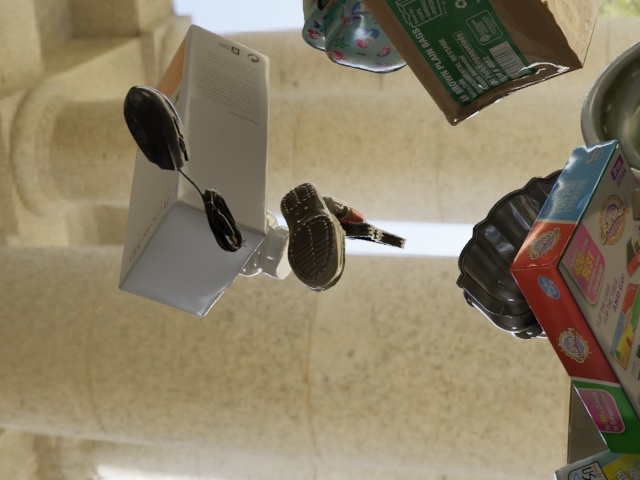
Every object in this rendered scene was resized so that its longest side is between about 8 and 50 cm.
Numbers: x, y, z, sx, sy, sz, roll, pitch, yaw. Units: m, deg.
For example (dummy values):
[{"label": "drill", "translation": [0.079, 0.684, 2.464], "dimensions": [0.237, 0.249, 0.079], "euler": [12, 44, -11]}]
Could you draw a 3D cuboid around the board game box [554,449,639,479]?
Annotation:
[{"label": "board game box", "translation": [0.500, 0.349, 1.381], "dimensions": [0.079, 0.336, 0.254], "euler": [73, 175, -50]}]

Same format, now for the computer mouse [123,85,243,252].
[{"label": "computer mouse", "translation": [-0.155, -0.086, 1.332], "dimensions": [0.242, 0.041, 0.071], "euler": [55, -152, -26]}]

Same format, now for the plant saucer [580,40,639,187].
[{"label": "plant saucer", "translation": [0.564, -0.171, 1.513], "dimensions": [0.400, 0.400, 0.100], "euler": [-72, -35, -44]}]

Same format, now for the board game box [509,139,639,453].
[{"label": "board game box", "translation": [0.369, 0.072, 1.387], "dimensions": [0.316, 0.064, 0.242], "euler": [58, -133, -25]}]

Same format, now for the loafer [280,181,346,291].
[{"label": "loafer", "translation": [0.000, 0.000, 1.882], "dimensions": [0.092, 0.102, 0.268], "euler": [48, -162, -33]}]

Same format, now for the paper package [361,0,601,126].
[{"label": "paper package", "translation": [0.148, -0.344, 1.173], "dimensions": [0.325, 0.168, 0.309], "euler": [50, -139, -23]}]

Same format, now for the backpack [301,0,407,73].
[{"label": "backpack", "translation": [0.086, -0.397, 1.896], "dimensions": [0.253, 0.225, 0.191], "euler": [-26, 60, 58]}]

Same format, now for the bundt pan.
[{"label": "bundt pan", "translation": [0.404, 0.043, 1.884], "dimensions": [0.331, 0.331, 0.124], "euler": [76, 168, -46]}]

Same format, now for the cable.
[{"label": "cable", "translation": [0.091, -0.031, 2.072], "dimensions": [0.287, 0.139, 0.072], "euler": [10, -88, -47]}]

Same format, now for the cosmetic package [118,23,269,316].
[{"label": "cosmetic package", "translation": [-0.207, -0.126, 1.872], "dimensions": [0.230, 0.161, 0.453], "euler": [-51, 29, 38]}]

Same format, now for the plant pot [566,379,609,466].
[{"label": "plant pot", "translation": [0.554, 0.288, 1.839], "dimensions": [0.256, 0.274, 0.256], "euler": [3, -90, -78]}]

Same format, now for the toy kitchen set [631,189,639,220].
[{"label": "toy kitchen set", "translation": [0.339, -0.041, 1.022], "dimensions": [0.075, 0.068, 0.083], "euler": [171, 98, -65]}]

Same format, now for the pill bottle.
[{"label": "pill bottle", "translation": [-0.167, -0.011, 2.162], "dimensions": [0.136, 0.245, 0.136], "euler": [-51, -28, -41]}]
